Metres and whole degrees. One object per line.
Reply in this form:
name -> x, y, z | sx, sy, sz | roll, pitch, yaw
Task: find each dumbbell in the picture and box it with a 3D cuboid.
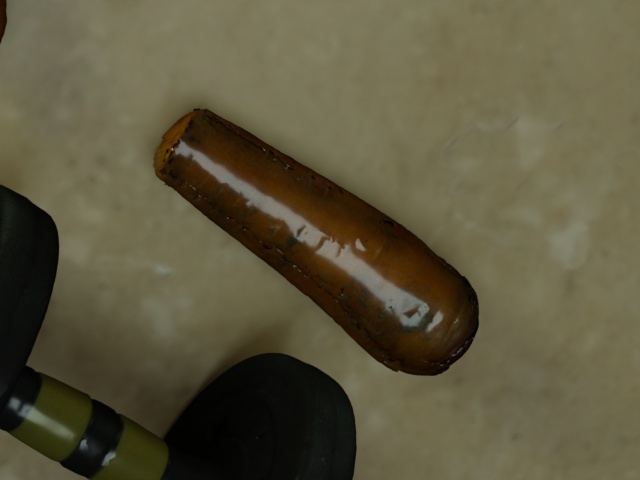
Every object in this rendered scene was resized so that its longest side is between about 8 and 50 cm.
dumbbell -> -0.094, 0.079, 0.741 | 0.325, 0.143, 0.143 | 32, 101, -24

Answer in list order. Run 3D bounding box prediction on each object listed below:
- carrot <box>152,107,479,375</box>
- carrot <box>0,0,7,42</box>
carrot -> 0.000, 0.000, 0.787 | 0.161, 0.055, 0.055 | 37, 99, -18
carrot -> -0.145, -0.128, 0.704 | 0.035, 0.035, 0.142 | -12, 110, -10
